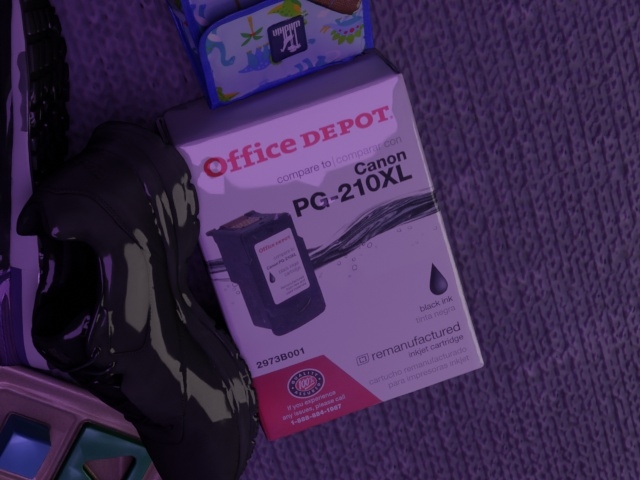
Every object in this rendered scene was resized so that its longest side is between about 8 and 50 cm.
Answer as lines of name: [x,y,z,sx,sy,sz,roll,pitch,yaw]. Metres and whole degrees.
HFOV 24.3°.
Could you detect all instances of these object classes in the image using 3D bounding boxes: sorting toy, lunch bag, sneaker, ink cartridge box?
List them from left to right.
sneaker: [-0.242,-0.046,1.023,0.124,0.107,0.283,2,103,3]
sorting toy: [-0.214,0.198,1.138,0.196,0.047,0.347,24,103,-18]
sneaker: [-0.134,0.069,1.015,0.130,0.109,0.286,-40,121,-45]
lunch bag: [-0.041,-0.178,1.018,0.129,0.096,0.151,-22,114,-9]
ink cartridge box: [0.000,0.000,1.083,0.172,0.100,0.237,-19,110,-4]

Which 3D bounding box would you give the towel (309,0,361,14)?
towel: [-0.040,-0.358,0.935,0.271,0.040,0.370,19,87,-16]
